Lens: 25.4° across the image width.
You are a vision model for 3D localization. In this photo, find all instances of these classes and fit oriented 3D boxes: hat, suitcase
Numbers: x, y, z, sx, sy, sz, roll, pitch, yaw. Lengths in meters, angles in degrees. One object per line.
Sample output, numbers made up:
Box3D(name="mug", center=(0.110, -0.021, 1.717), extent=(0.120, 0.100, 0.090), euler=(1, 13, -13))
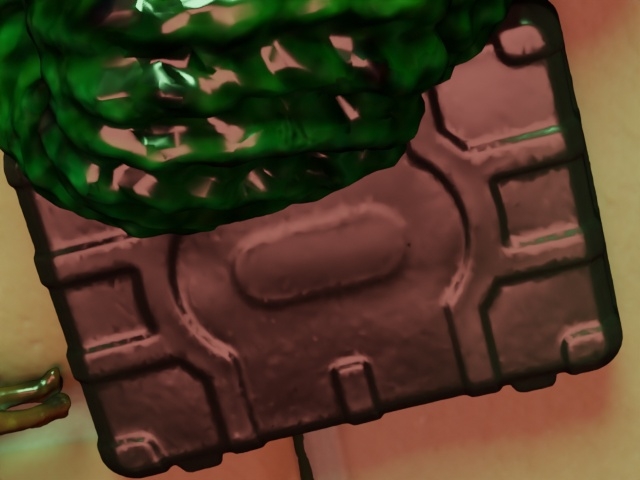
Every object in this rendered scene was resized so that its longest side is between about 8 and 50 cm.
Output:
Box3D(name="hat", center=(0.019, -0.155, 0.583), extent=(0.332, 0.242, 0.274), euler=(-12, 103, -23))
Box3D(name="suitcase", center=(0.000, 0.000, 0.731), extent=(0.286, 0.066, 0.206), euler=(-13, 108, 4))

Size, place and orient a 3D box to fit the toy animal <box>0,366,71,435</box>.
Box3D(name="toy animal", center=(-0.245, 0.080, 0.732), extent=(0.230, 0.224, 0.066), euler=(0, 154, -19))
